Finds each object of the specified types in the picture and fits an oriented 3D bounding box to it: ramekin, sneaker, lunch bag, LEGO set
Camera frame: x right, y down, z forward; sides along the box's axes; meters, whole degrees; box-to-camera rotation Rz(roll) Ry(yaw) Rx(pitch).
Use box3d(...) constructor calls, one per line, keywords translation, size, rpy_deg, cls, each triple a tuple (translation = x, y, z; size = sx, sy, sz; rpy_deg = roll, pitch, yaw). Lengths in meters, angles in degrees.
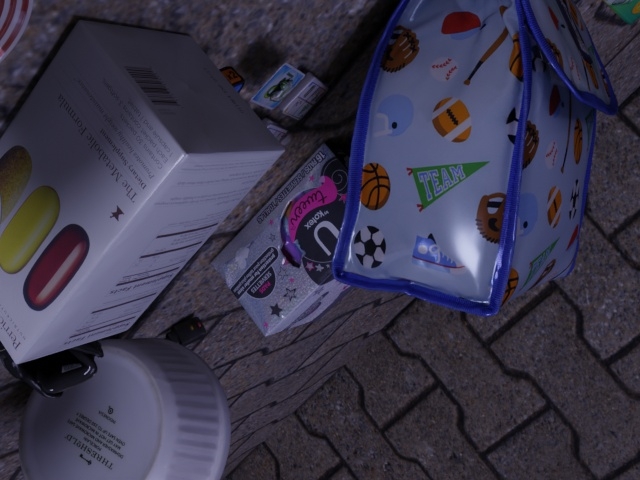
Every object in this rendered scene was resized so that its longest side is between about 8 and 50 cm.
box3d(translation=(-0.263, 0.250, 1.097), size=(0.273, 0.273, 0.127), rpy_deg=(-40, 154, 4), cls="ramekin")
box3d(translation=(-0.263, 0.100, 0.895), size=(0.087, 0.130, 0.227), rpy_deg=(-40, 167, 11), cls="sneaker")
box3d(translation=(0.200, -0.135, 0.978), size=(0.328, 0.239, 0.385), rpy_deg=(-9, 107, -61), cls="lunch bag")
box3d(translation=(-0.093, -0.118, 0.849), size=(0.182, 0.060, 0.244), rpy_deg=(-45, 173, 11), cls="LEGO set")

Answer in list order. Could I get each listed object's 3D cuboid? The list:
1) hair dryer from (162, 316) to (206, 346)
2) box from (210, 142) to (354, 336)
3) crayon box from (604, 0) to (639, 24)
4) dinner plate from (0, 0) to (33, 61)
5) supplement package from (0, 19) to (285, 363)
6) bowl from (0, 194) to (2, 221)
box3d(translation=(-0.285, 0.258, 1.293), size=(0.293, 0.080, 0.223), rpy_deg=(-28, 145, -39), cls="hair dryer")
box3d(translation=(0.000, 0.000, 1.181), size=(0.247, 0.142, 0.163), rpy_deg=(-46, 164, 23), cls="box")
box3d(translation=(0.252, -0.312, 0.817), size=(0.081, 0.165, 0.278), rpy_deg=(-45, 164, 23), cls="crayon box")
box3d(translation=(-0.237, -0.130, 0.500), size=(0.141, 0.017, 0.141), rpy_deg=(-35, 164, -11), cls="dinner plate")
box3d(translation=(-0.173, -0.035, 0.686), size=(0.244, 0.139, 0.134), rpy_deg=(-47, 164, 26), cls="supplement package")
box3d(translation=(-0.323, -0.012, 0.364), size=(0.311, 0.163, 0.311), rpy_deg=(-36, 165, -12), cls="bowl")
